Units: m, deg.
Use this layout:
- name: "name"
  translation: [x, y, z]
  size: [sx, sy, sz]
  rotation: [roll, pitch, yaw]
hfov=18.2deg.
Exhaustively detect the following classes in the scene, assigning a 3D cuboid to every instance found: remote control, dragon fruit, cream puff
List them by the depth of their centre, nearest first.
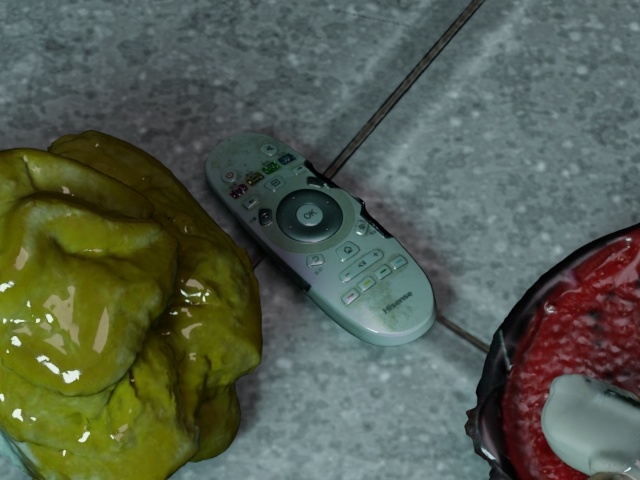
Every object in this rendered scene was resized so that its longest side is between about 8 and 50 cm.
- name: "cream puff"
  translation: [-0.193, 0.033, 1.520]
  size: [0.323, 0.274, 0.270]
  rotation: [36, 71, 10]
- name: "dragon fruit"
  translation: [0.249, 0.143, 1.610]
  size: [0.282, 0.100, 0.343]
  rotation: [0, 61, -8]
- name: "remote control"
  translation: [0.000, -0.002, 1.697]
  size: [0.097, 0.045, 0.256]
  rotation: [-32, 65, -25]

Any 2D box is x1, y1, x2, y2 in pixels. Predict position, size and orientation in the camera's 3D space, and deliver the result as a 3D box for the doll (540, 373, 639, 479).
- name: "doll"
  translation: [0.179, 0.262, 1.395]
  size: [0.423, 0.161, 0.348]
  rotation: [-27, 43, -22]
